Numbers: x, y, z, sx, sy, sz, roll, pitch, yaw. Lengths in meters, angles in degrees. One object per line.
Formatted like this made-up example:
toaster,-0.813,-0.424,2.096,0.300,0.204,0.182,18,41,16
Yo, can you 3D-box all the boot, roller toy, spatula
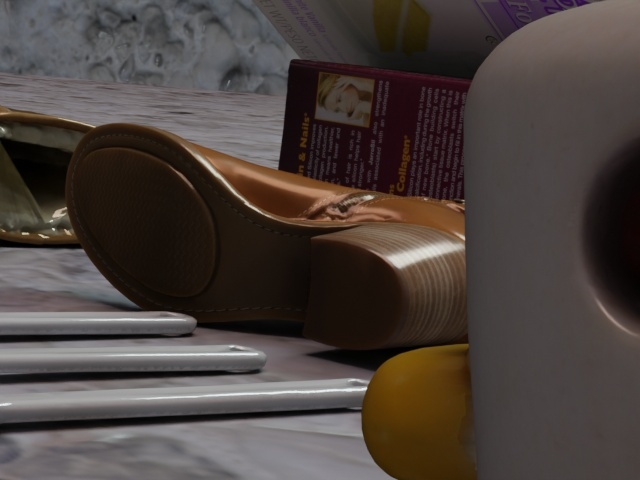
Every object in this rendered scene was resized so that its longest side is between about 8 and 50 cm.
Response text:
boot,0.000,0.000,0.746,0.197,0.073,0.152,25,17,30
roller toy,0.125,0.024,0.362,0.209,0.146,0.191,-2,0,-13
spatula,-0.112,0.036,0.568,0.242,0.019,0.168,0,9,-37
boot,-0.255,-0.061,0.938,0.236,0.089,0.269,1,10,-32

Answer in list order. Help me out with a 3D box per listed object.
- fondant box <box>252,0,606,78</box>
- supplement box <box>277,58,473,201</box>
fondant box,0.145,-0.112,1.032,0.330,0.096,0.238,5,-33,45
supplement box,0.070,-0.042,0.980,0.188,0.104,0.081,12,9,38
